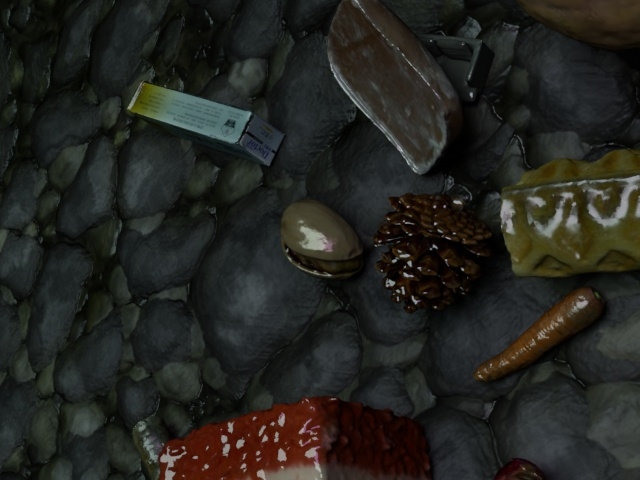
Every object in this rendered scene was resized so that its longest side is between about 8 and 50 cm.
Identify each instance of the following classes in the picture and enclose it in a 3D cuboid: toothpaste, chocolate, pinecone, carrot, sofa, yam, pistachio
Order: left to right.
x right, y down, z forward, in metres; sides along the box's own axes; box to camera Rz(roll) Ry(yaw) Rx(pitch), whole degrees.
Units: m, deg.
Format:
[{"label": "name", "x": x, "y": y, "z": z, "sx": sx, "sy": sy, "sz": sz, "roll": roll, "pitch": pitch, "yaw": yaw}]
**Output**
[{"label": "yam", "x": -0.221, "y": 0.397, "z": 1.410, "sx": 0.061, "sy": 0.061, "sz": 0.274, "roll": -42, "pitch": 56, "yaw": 19}, {"label": "toothpaste", "x": -0.201, "y": -0.205, "z": 1.574, "sx": 0.313, "sy": 0.089, "sz": 0.071, "roll": 21, "pitch": 82, "yaw": 40}, {"label": "pistachio", "x": 0.000, "y": 0.000, "z": 1.351, "sx": 0.149, "sy": 0.113, "sz": 0.113, "roll": 35, "pitch": 98, "yaw": 24}, {"label": "chocolate", "x": 0.117, "y": -0.227, "z": 1.292, "sx": 0.254, "sy": 0.080, "sz": 0.157, "roll": 53, "pitch": 152, "yaw": 14}, {"label": "pinecone", "x": 0.144, "y": 0.016, "z": 1.206, "sx": 0.173, "sy": 0.173, "sz": 0.173, "roll": -13, "pitch": 68, "yaw": 34}, {"label": "sofa", "x": 0.167, "y": -0.251, "z": 1.327, "sx": 0.147, "sy": 0.060, "sz": 0.085, "roll": 18, "pitch": 87, "yaw": 39}, {"label": "carrot", "x": 0.269, "y": 0.122, "z": 1.142, "sx": 0.191, "sy": 0.047, "sz": 0.047, "roll": -41, "pitch": 55, "yaw": 24}]

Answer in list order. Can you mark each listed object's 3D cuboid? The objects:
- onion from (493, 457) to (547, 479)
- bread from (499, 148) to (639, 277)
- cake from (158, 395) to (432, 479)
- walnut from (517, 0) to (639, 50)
[{"label": "onion", "x": 0.238, "y": 0.337, "z": 1.058, "sx": 0.140, "sy": 0.150, "sz": 0.150, "roll": 28, "pitch": 94, "yaw": 2}, {"label": "bread", "x": 0.356, "y": -0.036, "z": 1.071, "sx": 0.267, "sy": 0.130, "sz": 0.152, "roll": -7, "pitch": 67, "yaw": 34}, {"label": "cake", "x": -0.021, "y": 0.379, "z": 1.128, "sx": 0.270, "sy": 0.269, "sz": 0.319, "roll": -20, "pitch": 63, "yaw": 31}, {"label": "walnut", "x": 0.384, "y": -0.380, "z": 1.038, "sx": 0.381, "sy": 0.381, "sz": 0.381, "roll": -13, "pitch": 68, "yaw": 34}]
